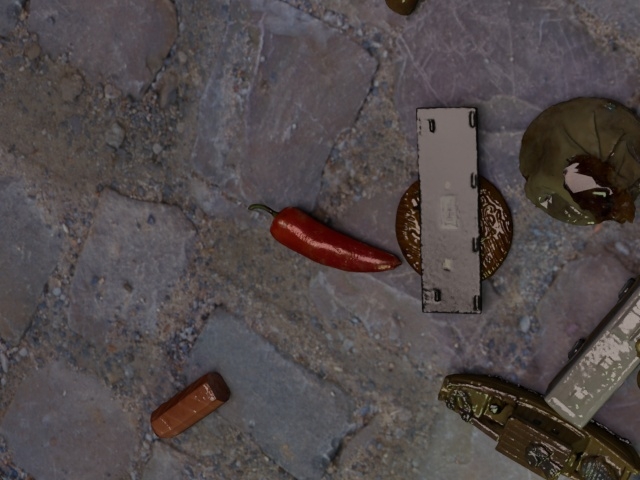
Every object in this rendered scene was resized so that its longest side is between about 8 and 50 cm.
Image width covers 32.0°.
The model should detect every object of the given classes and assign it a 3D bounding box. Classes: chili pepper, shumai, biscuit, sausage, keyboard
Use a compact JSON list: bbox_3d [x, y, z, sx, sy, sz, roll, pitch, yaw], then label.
[{"bbox_3d":[0.000,0.000,1.788,0.272,0.063,0.071,25,122,14],"label":"chili pepper"},{"bbox_3d":[0.370,-0.101,1.575,0.201,0.120,0.201,6,106,21],"label":"shumai"},{"bbox_3d":[0.203,-0.017,1.713,0.187,0.027,0.188,4,102,22],"label":"biscuit"},{"bbox_3d":[-0.238,0.296,1.948,0.169,0.065,0.065,-36,85,23],"label":"sausage"},{"bbox_3d":[0.192,-0.044,1.683,0.106,0.027,0.317,2,102,20],"label":"keyboard"}]

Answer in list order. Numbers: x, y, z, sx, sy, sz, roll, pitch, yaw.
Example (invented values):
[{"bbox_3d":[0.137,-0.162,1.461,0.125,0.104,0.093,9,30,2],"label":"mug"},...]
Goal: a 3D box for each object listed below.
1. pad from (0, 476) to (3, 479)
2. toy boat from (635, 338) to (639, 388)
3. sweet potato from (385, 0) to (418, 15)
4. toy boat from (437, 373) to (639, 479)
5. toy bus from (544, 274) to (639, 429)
[{"bbox_3d":[-0.637,0.579,2.208,0.181,0.004,0.267,-41,84,25],"label":"pad"},{"bbox_3d":[0.513,0.206,1.550,0.226,0.068,0.088,36,94,-30],"label":"toy boat"},{"bbox_3d":[0.194,-0.498,1.580,0.109,0.109,0.385,43,119,10],"label":"sweet potato"},{"bbox_3d":[0.324,0.293,1.676,0.321,0.121,0.089,27,115,16],"label":"toy boat"},{"bbox_3d":[0.431,0.148,1.607,0.092,0.106,0.268,39,112,8],"label":"toy bus"}]
